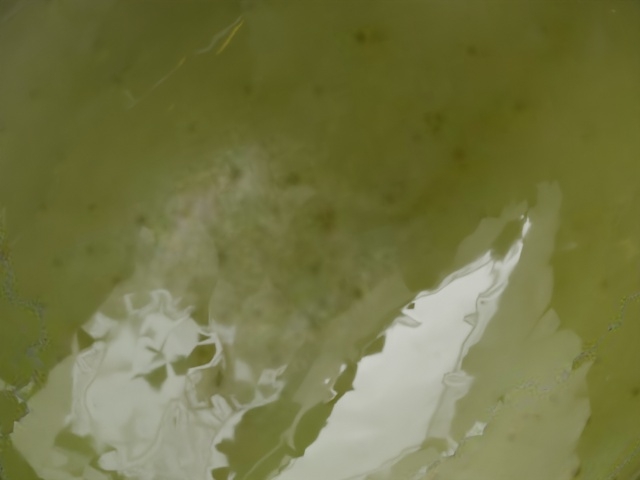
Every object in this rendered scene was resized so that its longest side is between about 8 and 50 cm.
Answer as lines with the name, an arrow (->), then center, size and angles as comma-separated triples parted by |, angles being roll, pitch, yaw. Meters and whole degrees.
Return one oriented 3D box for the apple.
apple -> 0.000, 0.000, 0.505 | 0.279, 0.279, 0.279 | -16, 133, -18
